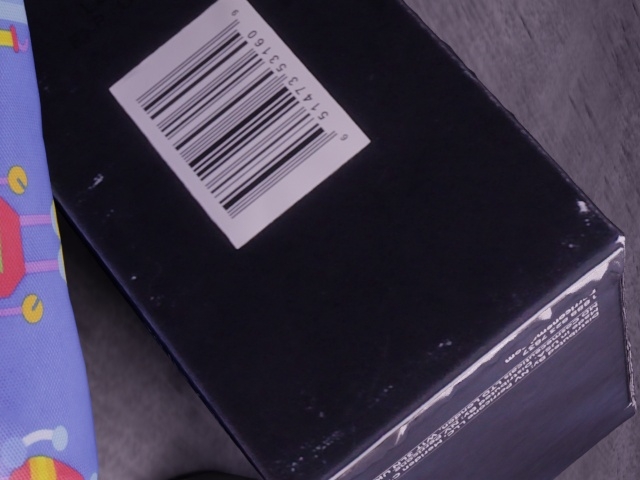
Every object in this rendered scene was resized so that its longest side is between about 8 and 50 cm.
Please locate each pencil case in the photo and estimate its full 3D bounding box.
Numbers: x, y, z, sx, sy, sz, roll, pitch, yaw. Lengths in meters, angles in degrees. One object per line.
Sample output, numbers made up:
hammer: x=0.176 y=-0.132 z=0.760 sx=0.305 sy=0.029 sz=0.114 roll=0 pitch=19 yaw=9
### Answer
pencil case: x=-0.165 y=0.008 z=0.606 sx=0.119 sy=0.133 sz=0.306 roll=-8 pitch=89 yaw=-33

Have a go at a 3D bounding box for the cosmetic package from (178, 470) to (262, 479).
cosmetic package: x=-0.004 y=0.230 z=0.936 sx=0.107 sy=0.238 sz=0.127 roll=-5 pitch=102 yaw=-56

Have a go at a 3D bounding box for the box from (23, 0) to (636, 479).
box: x=0.000 y=0.000 z=0.762 sx=0.183 sy=0.296 sz=0.294 roll=-39 pitch=157 yaw=-1
